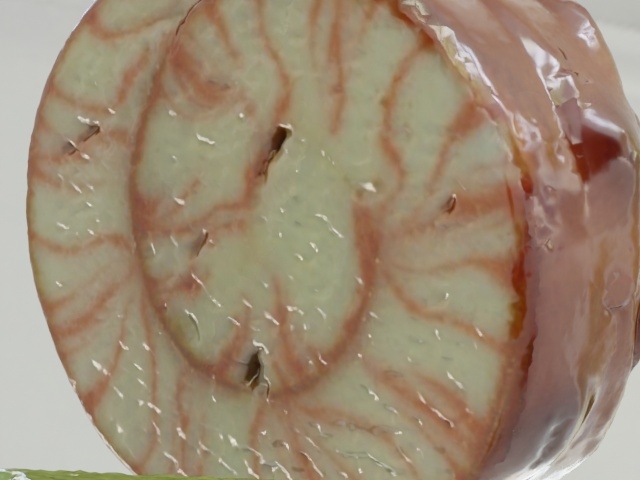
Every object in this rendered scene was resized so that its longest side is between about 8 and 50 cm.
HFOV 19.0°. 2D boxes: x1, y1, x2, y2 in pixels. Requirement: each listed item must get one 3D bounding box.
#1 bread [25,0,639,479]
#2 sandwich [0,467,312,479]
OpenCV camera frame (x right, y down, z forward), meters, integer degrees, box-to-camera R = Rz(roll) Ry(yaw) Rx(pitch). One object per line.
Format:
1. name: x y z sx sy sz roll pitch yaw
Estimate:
1. bread: 0.002 0.004 0.921 0.114 0.328 0.295 -10 -73 -49
2. sandwich: -0.007 0.107 0.511 0.212 0.063 0.245 4 -1 -17
